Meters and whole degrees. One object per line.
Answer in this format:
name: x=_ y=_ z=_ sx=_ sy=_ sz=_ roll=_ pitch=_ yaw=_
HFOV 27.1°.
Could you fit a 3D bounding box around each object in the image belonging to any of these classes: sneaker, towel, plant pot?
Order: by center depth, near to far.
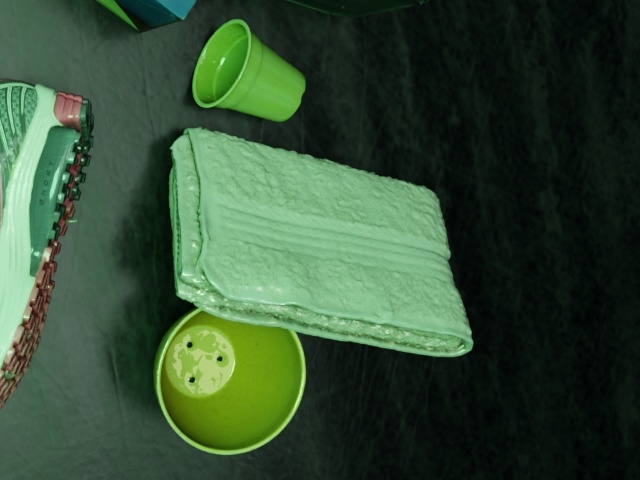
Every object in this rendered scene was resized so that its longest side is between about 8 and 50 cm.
sneaker: x=-0.273 y=0.016 z=1.087 sx=0.112 sy=0.121 sz=0.299 roll=14 pitch=84 yaw=-2
plant pot: x=-0.092 y=0.113 z=1.171 sx=0.134 sy=0.095 sz=0.134 roll=-2 pitch=94 yaw=-23
towel: x=0.000 y=0.000 z=1.175 sx=0.282 sy=0.049 sz=0.187 roll=12 pitch=49 yaw=-25
plant pot: x=-0.058 y=-0.143 z=1.183 sx=0.079 sy=0.083 sz=0.083 roll=22 pitch=85 yaw=-35

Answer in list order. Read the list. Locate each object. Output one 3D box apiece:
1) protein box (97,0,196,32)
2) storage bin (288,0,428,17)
protein box: x=-0.156 y=-0.315 z=1.091 sx=0.199 sy=0.136 sz=0.201 roll=35 pitch=80 yaw=-21
storage bin: x=0.016 y=-0.254 z=1.146 sx=0.122 sy=0.180 sz=0.084 roll=14 pitch=89 yaw=-23
